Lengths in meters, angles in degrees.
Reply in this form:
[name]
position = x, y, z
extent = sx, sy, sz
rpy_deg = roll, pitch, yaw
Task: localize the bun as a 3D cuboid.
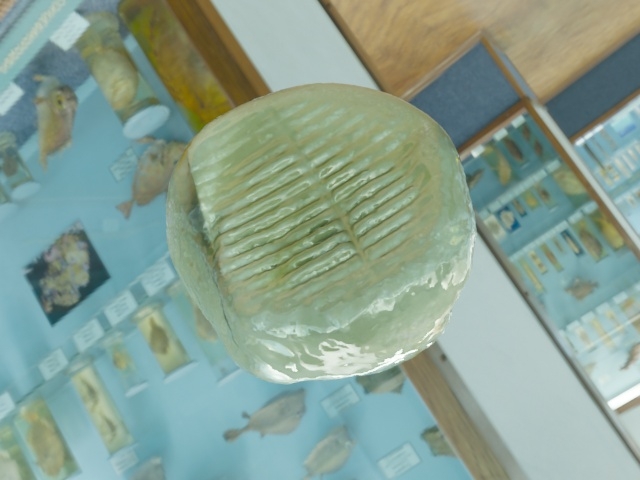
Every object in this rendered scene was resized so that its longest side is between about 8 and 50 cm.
[bun]
position = 0.000, 0.000, 0.536
extent = 0.229, 0.229, 0.145
rpy_deg = -32, 150, -5
